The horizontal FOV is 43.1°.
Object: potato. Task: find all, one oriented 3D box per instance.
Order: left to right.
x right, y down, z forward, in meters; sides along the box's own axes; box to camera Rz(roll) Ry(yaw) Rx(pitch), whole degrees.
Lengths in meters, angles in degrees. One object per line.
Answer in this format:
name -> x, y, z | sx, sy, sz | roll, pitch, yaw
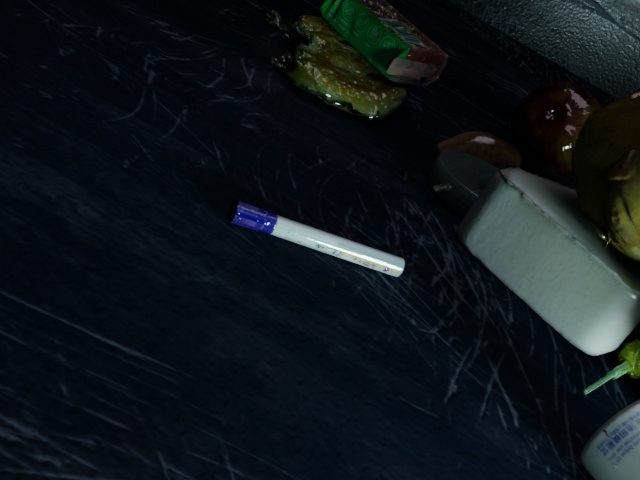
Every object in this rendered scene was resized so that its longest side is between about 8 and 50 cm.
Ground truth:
potato -> 0.492, -0.075, 1.263 | 0.246, 0.196, 0.300 | 42, 52, -24

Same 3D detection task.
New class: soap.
soap -> 0.137, -0.446, 1.758 | 0.217, 0.098, 0.273 | -1, 42, -51

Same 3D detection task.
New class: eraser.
eraser -> 0.391, 0.009, 1.362 | 0.331, 0.150, 0.331 | 24, 30, -15

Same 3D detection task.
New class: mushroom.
mushroom -> 0.342, -0.174, 1.677 | 0.209, 0.094, 0.072 | 16, 28, -32

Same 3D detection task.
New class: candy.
candy -> 0.445, 0.197, 1.217 | 0.194, 0.058, 0.062 | -14, 22, -41

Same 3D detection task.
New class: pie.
pie -> 0.045, -0.366, 1.721 | 0.296, 0.078, 0.371 | 24, 30, -10

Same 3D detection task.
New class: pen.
pen -> 0.000, 0.000, 1.128 | 0.269, 0.033, 0.033 | 19, 30, -21

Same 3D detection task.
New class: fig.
fig -> 0.591, -0.239, 1.948 | 0.217, 0.217, 0.321 | 50, 11, 33

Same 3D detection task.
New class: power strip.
power strip -> 0.283, -0.104, 1.541 | 0.167, 0.054, 0.253 | 36, 28, 17

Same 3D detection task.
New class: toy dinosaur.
toy dinosaur -> -0.098, -0.510, 1.882 | 0.060, 0.029, 0.120 | 37, 19, -20

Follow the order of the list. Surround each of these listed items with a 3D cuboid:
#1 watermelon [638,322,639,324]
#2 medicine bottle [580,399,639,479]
watermelon -> 0.574, 0.083, 1.492 | 0.087, 0.069, 0.163 | 21, 31, -14
medicine bottle -> 0.448, 0.339, 0.891 | 0.130, 0.130, 0.341 | 3, 37, -40
